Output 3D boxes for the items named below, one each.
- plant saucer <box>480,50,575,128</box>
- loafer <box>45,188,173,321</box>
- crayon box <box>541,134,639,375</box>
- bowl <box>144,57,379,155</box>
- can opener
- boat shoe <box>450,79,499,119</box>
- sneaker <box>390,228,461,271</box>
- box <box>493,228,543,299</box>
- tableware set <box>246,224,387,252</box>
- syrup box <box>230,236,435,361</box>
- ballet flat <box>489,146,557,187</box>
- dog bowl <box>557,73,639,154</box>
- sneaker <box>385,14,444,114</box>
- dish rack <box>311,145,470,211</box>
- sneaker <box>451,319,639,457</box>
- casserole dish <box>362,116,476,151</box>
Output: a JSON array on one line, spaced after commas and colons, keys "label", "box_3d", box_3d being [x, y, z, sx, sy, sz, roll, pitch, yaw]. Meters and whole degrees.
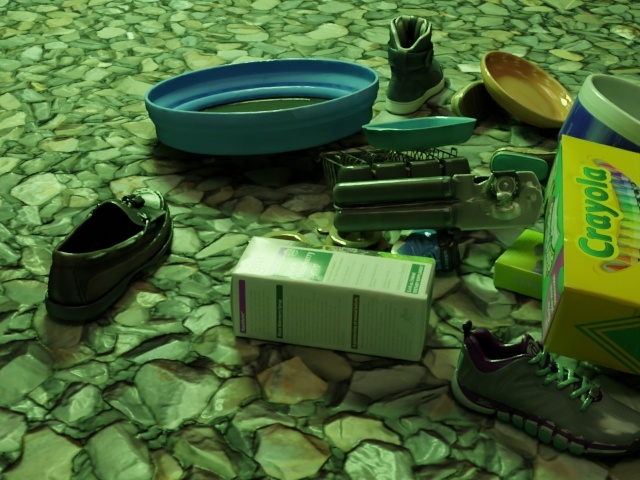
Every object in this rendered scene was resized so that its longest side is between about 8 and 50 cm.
[{"label": "plant saucer", "box_3d": [0.365, -0.262, 1.882, 0.200, 0.037, 0.200, 22, 35, -16]}, {"label": "loafer", "box_3d": [-0.274, -0.007, 1.419, 0.109, 0.095, 0.302, 8, 30, 12]}, {"label": "crayon box", "box_3d": [0.437, 0.027, 1.306, 0.313, 0.106, 0.363, 15, 34, 2]}, {"label": "bowl", "box_3d": [-0.095, -0.228, 1.782, 0.391, 0.077, 0.391, -4, 22, 2]}, {"label": "can opener", "box_3d": [0.162, -0.048, 1.440, 0.283, 0.076, 0.095, -3, -5, 13]}, {"label": "boat shoe", "box_3d": [0.277, -0.258, 1.923, 0.072, 0.068, 0.190, 6, 18, 35]}, {"label": "sneaker", "box_3d": [0.143, 0.024, 1.414, 0.084, 0.058, 0.152, -1, 22, 15]}, {"label": "box", "box_3d": [0.331, 0.046, 1.400, 0.178, 0.042, 0.109, 17, 34, 28]}, {"label": "tableware set", "box_3d": [0.000, 0.000, 1.473, 0.194, 0.039, 0.128, -9, 31, -17]}, {"label": "syrup box", "box_3d": [0.015, 0.069, 1.296, 0.236, 0.096, 0.093, 8, 31, 10]}, {"label": "ballet flat", "box_3d": [0.368, -0.110, 1.654, 0.206, 0.073, 0.067, 17, 19, 19]}, {"label": "dog bowl", "box_3d": [0.495, -0.141, 1.586, 0.264, 0.104, 0.265, 19, 26, -10]}, {"label": "sneaker", "box_3d": [0.182, -0.347, 1.969, 0.086, 0.163, 0.226, 9, 29, 17]}, {"label": "dish rack", "box_3d": [0.099, -0.107, 1.611, 0.208, 0.074, 0.271, -4, 12, -12]}, {"label": "sneaker", "box_3d": [0.247, 0.158, 1.142, 0.223, 0.098, 0.083, 15, 32, 23]}, {"label": "casserole dish", "box_3d": [0.149, -0.160, 1.588, 0.188, 0.037, 0.114, -13, 16, -37]}]
